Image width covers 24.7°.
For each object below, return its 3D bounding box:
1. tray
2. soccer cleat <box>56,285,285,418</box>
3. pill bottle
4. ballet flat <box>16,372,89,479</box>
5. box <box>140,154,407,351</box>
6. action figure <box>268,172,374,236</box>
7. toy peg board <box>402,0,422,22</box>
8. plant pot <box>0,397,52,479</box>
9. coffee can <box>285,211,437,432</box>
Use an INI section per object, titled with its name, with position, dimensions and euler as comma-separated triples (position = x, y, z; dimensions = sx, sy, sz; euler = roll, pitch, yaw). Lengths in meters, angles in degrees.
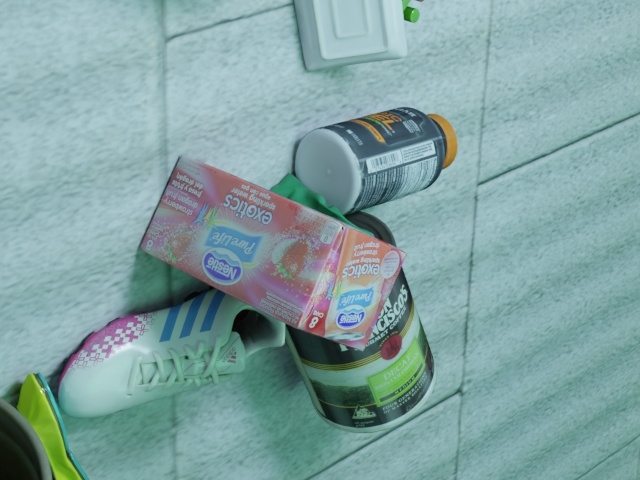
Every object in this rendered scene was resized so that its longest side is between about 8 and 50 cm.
[tray]
position = 0.033, -0.347, 1.938
dimensions = 0.145, 0.030, 0.270
euler = -8, 125, 2
[soccer cleat]
position = -0.188, 0.149, 1.925
dimensions = 0.331, 0.143, 0.116
euler = -28, 128, -37
[pill bottle]
position = 0.090, -0.121, 2.115
dimensions = 0.246, 0.130, 0.130
euler = -18, 122, -43
[ballet flat]
position = -0.352, 0.269, 1.861
dimensions = 0.077, 0.077, 0.231
euler = -28, 132, -16
[box]
position = -0.064, 0.013, 1.870
dimensions = 0.154, 0.300, 0.142
euler = 24, 90, -52
[action figure]
position = 0.000, 0.000, 1.992
dimensions = 0.137, 0.232, 0.063
euler = -53, 140, -14
[toy peg board]
position = 0.108, -0.391, 2.034
dimensions = 0.160, 0.079, 0.161
euler = -58, 141, -9
[plant pot]
position = -0.446, 0.362, 1.648
dimensions = 0.323, 0.323, 0.280
euler = -41, 152, -28
[coffee can]
position = 0.044, 0.120, 2.130
dimensions = 0.201, 0.202, 0.275
euler = -46, 138, -23
